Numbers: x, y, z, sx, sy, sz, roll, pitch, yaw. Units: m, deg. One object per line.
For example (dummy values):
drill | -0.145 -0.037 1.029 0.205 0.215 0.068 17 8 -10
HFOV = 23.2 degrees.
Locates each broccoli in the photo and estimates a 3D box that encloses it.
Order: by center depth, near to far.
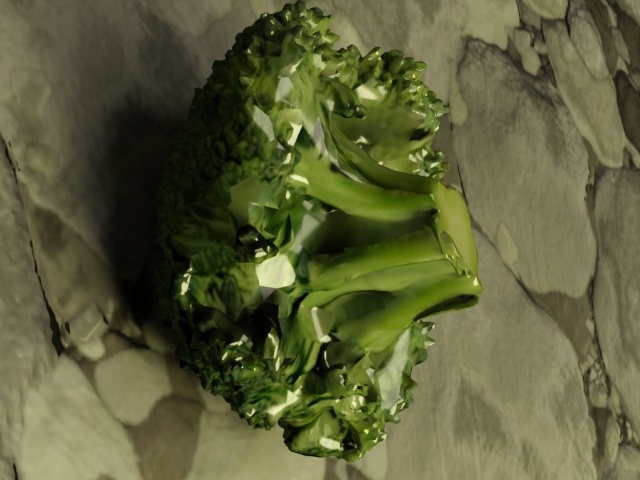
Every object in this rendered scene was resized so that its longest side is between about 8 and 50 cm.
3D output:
broccoli | -0.002 0.001 0.844 0.198 0.176 0.226 -15 75 -51
